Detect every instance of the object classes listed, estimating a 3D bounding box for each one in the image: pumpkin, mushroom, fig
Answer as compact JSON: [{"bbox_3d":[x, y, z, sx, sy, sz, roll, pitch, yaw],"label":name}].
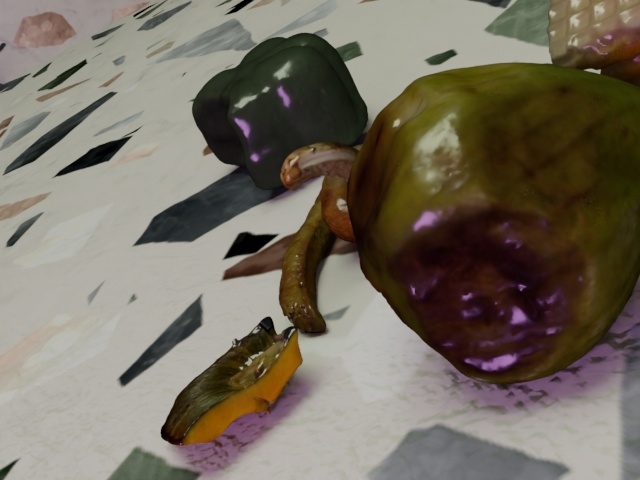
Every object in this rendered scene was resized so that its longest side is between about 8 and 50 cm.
[{"bbox_3d":[-0.048,0.087,0.526,0.101,0.035,0.073,-42,16,-19],"label":"pumpkin"},{"bbox_3d":[0.024,-0.035,0.614,0.129,0.073,0.088,1,44,-29],"label":"mushroom"},{"bbox_3d":[0.094,-0.020,0.448,0.165,0.144,0.154,-33,37,-18],"label":"fig"}]

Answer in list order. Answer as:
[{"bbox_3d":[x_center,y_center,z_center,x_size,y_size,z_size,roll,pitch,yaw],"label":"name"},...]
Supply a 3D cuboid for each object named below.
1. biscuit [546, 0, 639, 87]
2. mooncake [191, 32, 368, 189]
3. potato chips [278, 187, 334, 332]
[{"bbox_3d":[0.272,-0.159,0.374,0.378,0.054,0.094,-20,47,41],"label":"biscuit"},{"bbox_3d":[-0.046,-0.116,0.829,0.175,0.104,0.168,-10,36,42],"label":"mooncake"},{"bbox_3d":[0.000,0.000,0.647,0.037,0.026,0.204,-16,27,19],"label":"potato chips"}]
